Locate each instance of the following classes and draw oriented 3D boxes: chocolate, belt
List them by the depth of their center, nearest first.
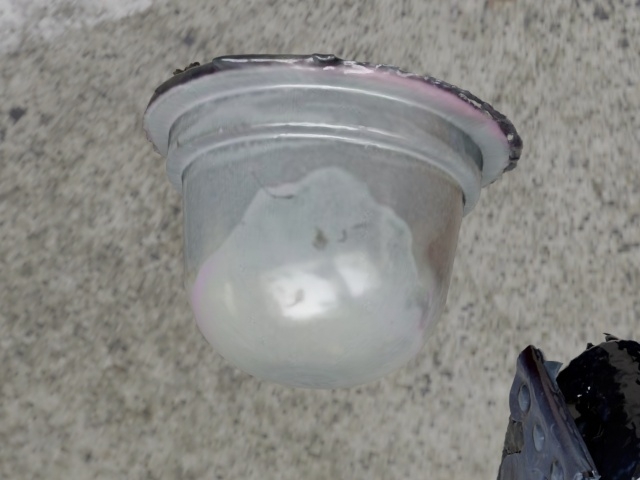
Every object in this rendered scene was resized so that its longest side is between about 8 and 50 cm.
[{"bbox_3d":[0.146,0.150,0.794,0.122,0.128,0.218,0,125,-12],"label":"belt"},{"bbox_3d":[-0.006,0.004,0.809,0.221,0.221,0.147,11,76,4],"label":"chocolate"}]
